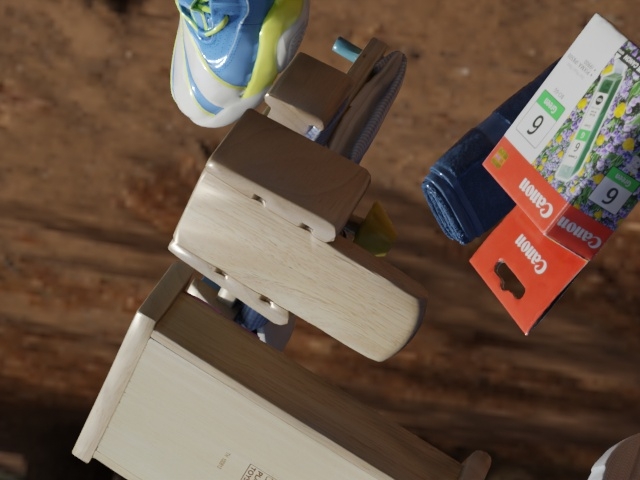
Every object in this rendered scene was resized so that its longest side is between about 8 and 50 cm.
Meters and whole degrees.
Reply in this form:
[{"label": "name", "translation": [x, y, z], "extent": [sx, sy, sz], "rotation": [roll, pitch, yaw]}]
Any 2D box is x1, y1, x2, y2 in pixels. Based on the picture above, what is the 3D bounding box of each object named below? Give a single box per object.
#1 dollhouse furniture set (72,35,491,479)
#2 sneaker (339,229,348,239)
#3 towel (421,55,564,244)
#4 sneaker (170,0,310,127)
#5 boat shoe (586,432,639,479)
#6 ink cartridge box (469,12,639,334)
[{"label": "dollhouse furniture set", "translation": [0.040, 0.012, 0.950], "extent": [0.198, 0.303, 0.286], "rotation": [31, 134, 1]}, {"label": "sneaker", "translation": [0.000, 0.000, 1.364], "extent": [0.065, 0.061, 0.158], "rotation": [-1, -152, -24]}, {"label": "towel", "translation": [0.113, -0.054, 0.973], "extent": [0.029, 0.119, 0.067], "rotation": [44, 171, 41]}, {"label": "sneaker", "translation": [-0.060, -0.167, 0.848], "extent": [0.126, 0.240, 0.091], "rotation": [1, -143, -34]}, {"label": "boat shoe", "translation": [0.232, 0.279, 1.367], "extent": [0.121, 0.335, 0.119], "rotation": [42, 129, 4]}, {"label": "ink cartridge box", "translation": [0.096, -0.027, 0.645], "extent": [0.029, 0.115, 0.063], "rotation": [29, -164, -31]}]
